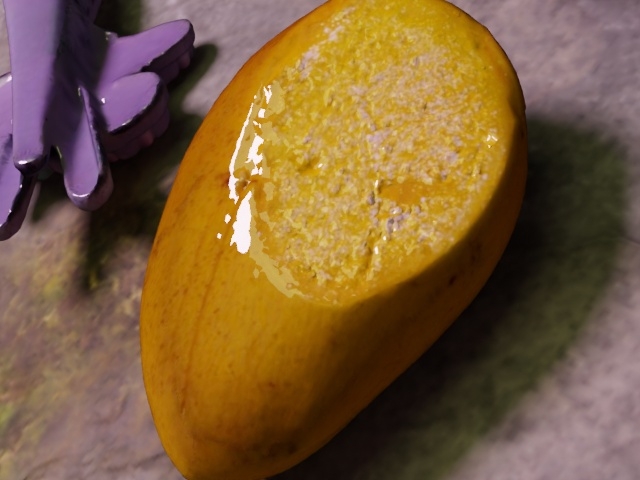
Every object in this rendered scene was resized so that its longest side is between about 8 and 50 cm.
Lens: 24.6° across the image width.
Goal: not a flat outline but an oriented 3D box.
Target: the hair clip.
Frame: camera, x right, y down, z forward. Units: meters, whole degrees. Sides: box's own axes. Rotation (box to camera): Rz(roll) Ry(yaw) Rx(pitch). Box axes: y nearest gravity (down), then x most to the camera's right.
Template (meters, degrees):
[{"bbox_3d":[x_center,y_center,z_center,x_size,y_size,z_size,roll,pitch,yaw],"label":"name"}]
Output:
[{"bbox_3d":[-0.136,-0.112,0.793,0.137,0.090,0.278,-16,57,7],"label":"hair clip"}]

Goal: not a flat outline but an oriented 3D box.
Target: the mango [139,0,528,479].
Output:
[{"bbox_3d":[0.001,0.003,0.598,0.141,0.102,0.217,22,73,18],"label":"mango"}]
